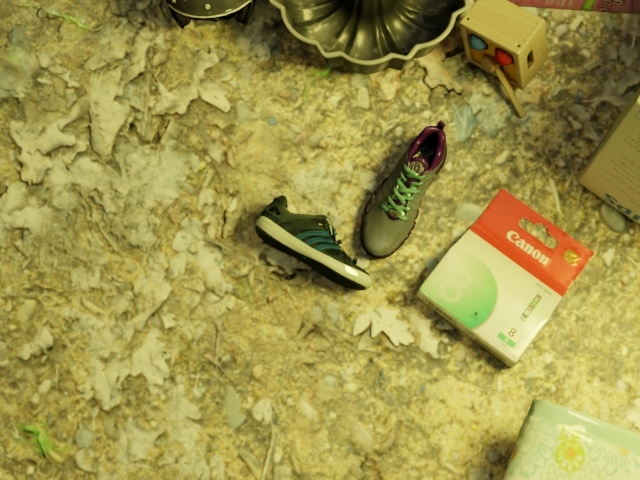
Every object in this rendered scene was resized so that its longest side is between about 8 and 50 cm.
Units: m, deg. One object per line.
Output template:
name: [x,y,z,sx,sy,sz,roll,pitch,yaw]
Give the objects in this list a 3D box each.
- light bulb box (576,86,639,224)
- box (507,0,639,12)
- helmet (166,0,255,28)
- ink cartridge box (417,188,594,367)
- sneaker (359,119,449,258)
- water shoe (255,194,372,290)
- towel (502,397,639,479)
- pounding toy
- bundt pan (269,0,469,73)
light bulb box: [0.585,-0.207,1.688,0.225,0.361,0.358,36,79,8]
box: [0.409,-0.490,1.895,0.242,0.117,0.214,3,75,3]
helmet: [-0.174,-0.412,1.862,0.169,0.161,0.170,0,75,1]
ink cartridge box: [0.283,0.049,1.786,0.181,0.056,0.225,37,80,10]
sneaker: [0.124,-0.082,1.799,0.083,0.098,0.224,26,77,8]
water shoe: [0.000,0.000,1.794,0.203,0.073,0.080,30,75,8]
towel: [0.411,0.429,1.631,0.374,0.090,0.321,22,76,-4]
pounding toy: [0.288,-0.288,1.846,0.130,0.141,0.100,34,78,24]
bundt pan: [0.077,-0.405,1.875,0.330,0.124,0.331,0,74,1]
